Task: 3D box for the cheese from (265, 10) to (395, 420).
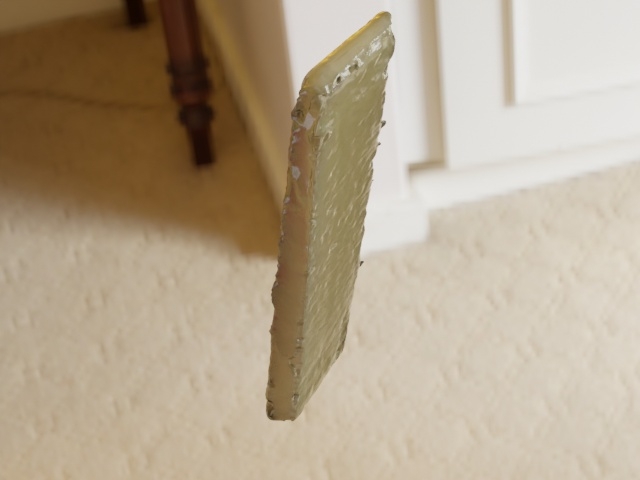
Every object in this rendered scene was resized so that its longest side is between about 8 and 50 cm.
[{"bbox_3d":[0.001,0.002,1.173,0.034,0.400,0.085,30,57,16],"label":"cheese"}]
